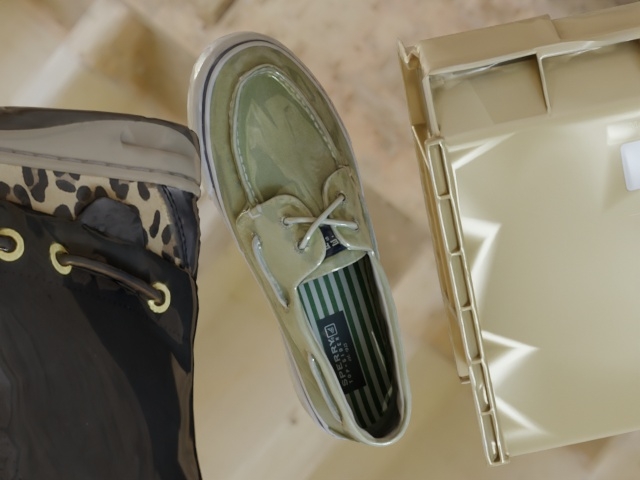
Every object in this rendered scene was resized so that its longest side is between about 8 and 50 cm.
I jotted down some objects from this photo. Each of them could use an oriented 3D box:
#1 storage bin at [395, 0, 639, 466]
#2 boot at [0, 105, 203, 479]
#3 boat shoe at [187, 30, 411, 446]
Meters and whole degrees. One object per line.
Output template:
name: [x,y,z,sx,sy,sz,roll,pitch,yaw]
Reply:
storage bin: [0.195,-0.024,1.151,0.123,0.262,0.260,-97,-5,-62]
boot: [-0.197,0.084,0.939,0.377,0.284,0.138,-3,169,-43]
boat shoe: [0.000,0.000,1.338,0.094,0.109,0.302,19,132,67]
